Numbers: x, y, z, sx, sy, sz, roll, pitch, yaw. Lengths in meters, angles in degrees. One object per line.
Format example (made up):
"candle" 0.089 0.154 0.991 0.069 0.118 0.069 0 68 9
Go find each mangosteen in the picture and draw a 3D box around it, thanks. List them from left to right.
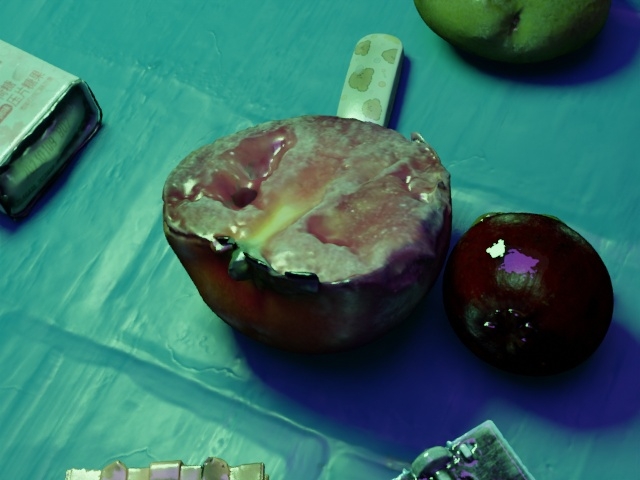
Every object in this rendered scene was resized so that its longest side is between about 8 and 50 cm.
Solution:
"mangosteen" 0.218 0.045 1.341 0.199 0.200 0.200 -5 57 8

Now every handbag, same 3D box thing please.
"handbag" -0.160 0.300 1.308 0.212 0.059 0.157 -4 58 7

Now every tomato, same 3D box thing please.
"tomato" 0.004 0.004 1.395 0.334 0.176 0.289 19 45 34

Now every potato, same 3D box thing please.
"potato" 0.226 -0.303 1.561 0.251 0.159 0.174 7 33 1

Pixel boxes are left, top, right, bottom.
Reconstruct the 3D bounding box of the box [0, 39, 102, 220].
"box" -0.472 -0.183 1.643 0.369 0.112 0.190 25 67 25

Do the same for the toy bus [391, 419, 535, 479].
"toy bus" 0.066 0.300 1.221 0.297 0.131 0.106 -30 57 -9

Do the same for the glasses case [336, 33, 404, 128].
"glasses case" 0.061 -0.187 1.582 0.063 0.041 0.164 7 59 15
